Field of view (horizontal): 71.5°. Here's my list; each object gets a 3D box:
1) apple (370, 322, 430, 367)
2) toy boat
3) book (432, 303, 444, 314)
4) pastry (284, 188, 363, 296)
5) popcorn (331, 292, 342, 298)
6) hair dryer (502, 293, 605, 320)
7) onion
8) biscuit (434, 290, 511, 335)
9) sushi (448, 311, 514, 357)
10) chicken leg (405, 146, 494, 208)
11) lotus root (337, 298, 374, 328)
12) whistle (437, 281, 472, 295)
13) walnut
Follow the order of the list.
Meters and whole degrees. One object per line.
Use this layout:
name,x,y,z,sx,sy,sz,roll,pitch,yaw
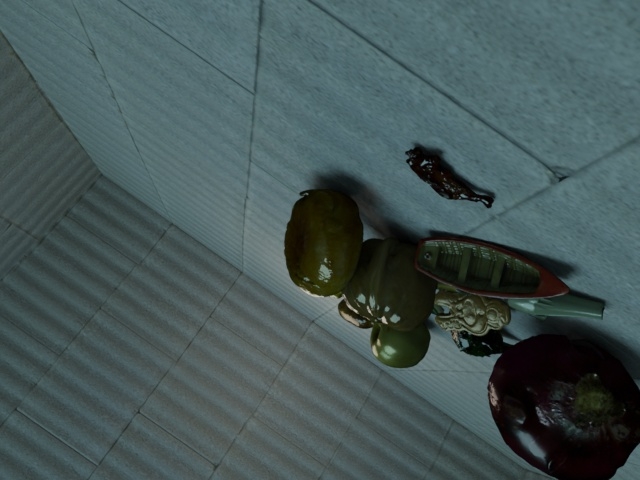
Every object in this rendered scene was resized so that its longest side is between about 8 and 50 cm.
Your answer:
apple,0.340,0.427,1.914,0.262,0.262,0.262,31,161,12
toy boat,0.424,0.074,1.130,0.391,0.136,0.079,14,-174,39
book,0.326,0.198,1.715,0.264,0.027,0.202,14,152,47
pastry,0.000,0.000,1.335,0.163,0.357,0.356,9,173,-25
popcorn,0.048,0.124,1.781,0.253,0.191,0.190,47,-168,-28
hair dryer,0.613,0.178,1.134,0.224,0.089,0.218,31,162,-32
onion,0.671,0.450,1.300,0.398,0.399,0.420,34,-175,1
biscuit,0.469,0.225,1.390,0.236,0.040,0.144,-1,105,38
sushi,0.525,0.322,1.489,0.287,0.149,0.140,42,157,-3
chicken leg,0.273,-0.130,0.973,0.219,0.048,0.089,37,164,-6
lotus root,0.194,0.359,2.177,0.260,0.129,0.145,24,173,44
whistle,0.353,0.126,1.448,0.326,0.057,0.068,8,147,53
walnut,0.208,0.124,1.363,0.296,0.285,0.285,8,149,33
